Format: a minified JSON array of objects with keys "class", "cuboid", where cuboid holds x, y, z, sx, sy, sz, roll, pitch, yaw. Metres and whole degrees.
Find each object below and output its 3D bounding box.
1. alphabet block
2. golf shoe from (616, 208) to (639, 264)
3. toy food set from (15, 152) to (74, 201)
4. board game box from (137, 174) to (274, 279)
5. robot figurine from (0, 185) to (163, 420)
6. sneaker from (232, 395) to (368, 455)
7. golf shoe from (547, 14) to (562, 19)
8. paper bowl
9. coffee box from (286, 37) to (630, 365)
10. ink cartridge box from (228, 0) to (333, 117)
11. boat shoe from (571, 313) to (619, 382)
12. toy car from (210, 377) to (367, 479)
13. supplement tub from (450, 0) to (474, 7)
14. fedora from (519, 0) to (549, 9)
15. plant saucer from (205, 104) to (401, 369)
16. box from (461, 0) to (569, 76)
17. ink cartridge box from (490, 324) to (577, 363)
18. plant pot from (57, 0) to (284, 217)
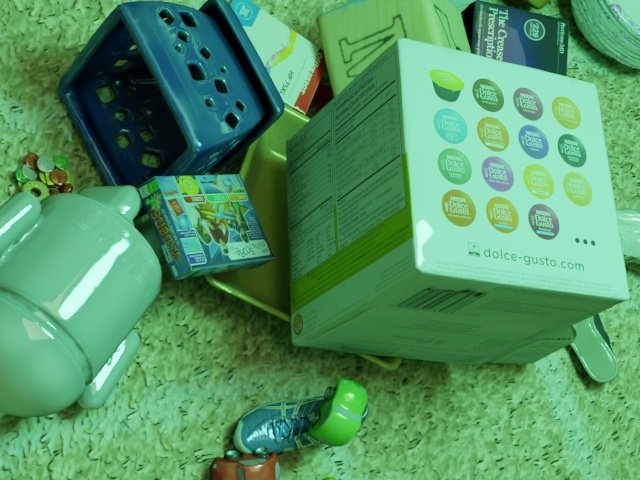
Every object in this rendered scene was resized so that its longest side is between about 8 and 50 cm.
[{"class":"alphabet block","cuboid":[0.132,-0.277,1.923,0.192,0.193,0.197,19,55,-60]},{"class":"golf shoe","cuboid":[0.497,-0.006,2.120,0.306,0.115,0.140,32,68,-7]},{"class":"toy food set","cuboid":[-0.387,-0.086,1.692,0.083,0.020,0.083,-8,74,-31]},{"class":"board game box","cuboid":[-0.152,-0.022,1.641,0.201,0.035,0.136,-6,71,-60]},{"class":"robot figurine","cuboid":[-0.341,0.080,1.540,0.300,0.199,0.353,56,51,-30]},{"class":"sneaker","cuboid":[-0.027,0.257,1.719,0.211,0.081,0.080,-13,78,-30]},{"class":"golf shoe","cuboid":[0.369,-0.386,2.212,0.198,0.077,0.094,-36,90,-36]},{"class":"paper bowl","cuboid":[0.601,-0.464,2.331,0.284,0.148,0.284,12,65,-26]},{"class":"coffee box","cuboid":[0.176,-0.038,1.702,0.337,0.338,0.334,9,66,-27]},{"class":"ink cartridge box","cuboid":[-0.075,-0.267,1.909,0.231,0.078,0.134,31,58,-16]},{"class":"boat shoe","cuboid":[0.448,0.148,2.060,0.206,0.075,0.065,66,13,15]},{"class":"toy car","cuboid":[-0.005,0.295,1.661,0.239,0.053,0.225,28,96,-18]},{"class":"supplement tub","cuboid":[0.232,-0.573,2.083,0.235,0.235,0.325,33,46,-14]},{"class":"fedora","cuboid":[0.383,-0.484,2.232,0.194,0.194,0.079,32,93,-15]},{"class":"plant saucer","cuboid":[0.000,0.000,1.841,0.332,0.081,0.333,27,59,-17]},{"class":"box","cuboid":[0.322,-0.262,2.076,0.184,0.103,0.261,10,76,-17]},{"class":"ink cartridge box","cuboid":[0.359,-0.004,1.859,0.091,0.385,0.308,2,69,-21]},{"class":"plant pot","cuboid":[-0.203,-0.202,1.724,0.212,0.236,0.236,-25,83,-41]}]
